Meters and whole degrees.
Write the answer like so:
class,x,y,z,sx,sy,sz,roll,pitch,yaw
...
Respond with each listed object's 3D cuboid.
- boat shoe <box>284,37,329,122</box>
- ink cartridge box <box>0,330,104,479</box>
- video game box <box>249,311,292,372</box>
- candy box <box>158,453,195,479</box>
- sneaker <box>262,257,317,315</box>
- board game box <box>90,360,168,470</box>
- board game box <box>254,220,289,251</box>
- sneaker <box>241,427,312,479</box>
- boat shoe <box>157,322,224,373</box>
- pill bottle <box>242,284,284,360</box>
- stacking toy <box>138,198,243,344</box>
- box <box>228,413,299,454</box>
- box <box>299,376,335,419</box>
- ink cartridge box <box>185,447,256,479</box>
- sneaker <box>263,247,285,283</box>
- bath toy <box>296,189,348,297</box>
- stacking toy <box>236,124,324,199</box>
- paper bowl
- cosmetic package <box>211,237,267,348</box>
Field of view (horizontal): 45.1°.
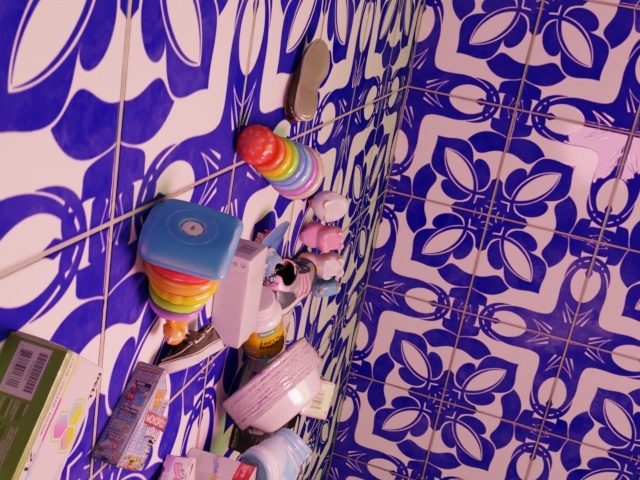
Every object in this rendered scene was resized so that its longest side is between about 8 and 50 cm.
class,x,y,z,sx,sy,sz,roll,pitch,yaw
boat shoe,-0.038,-0.401,1.937,0.081,0.068,0.228,27,69,-36
ink cartridge box,-0.391,0.261,1.129,0.255,0.096,0.189,68,38,-67
video game box,-0.141,0.273,2.282,0.205,0.048,0.187,-30,131,-71
candy box,-0.334,0.612,1.732,0.165,0.070,0.196,-80,177,-61
sneaker,-0.078,0.099,2.211,0.319,0.112,0.131,-52,157,-61
board game box,-0.344,0.342,1.490,0.194,0.060,0.194,69,39,-68
board game box,-0.144,0.008,1.989,0.133,0.033,0.169,-38,161,-51
sneaker,-0.096,0.636,2.010,0.208,0.127,0.319,-30,128,-48
boat shoe,-0.281,0.226,1.621,0.070,0.077,0.219,69,20,-1
pill bottle,-0.155,0.212,2.003,0.208,0.117,0.118,90,20,-49
stacking toy,-0.258,0.085,1.428,0.175,0.165,0.302,-77,-175,-50
box,-0.163,0.545,2.227,0.093,0.158,0.156,0,105,-71
box,-0.074,0.432,2.278,0.275,0.094,0.113,8,-99,58
ink cartridge box,-0.254,0.597,1.892,0.072,0.175,0.128,-57,158,-59
sneaker,-0.146,0.084,1.937,0.162,0.073,0.063,-44,165,-36
bath toy,0.000,0.000,2.406,0.129,0.151,0.349,-130,-140,-57
stacking toy,-0.099,-0.188,1.791,0.330,0.141,0.141,21,84,-73
paper bowl,-0.110,0.397,2.044,0.284,0.148,0.284,-40,175,-4
cosmetic package,-0.194,0.123,1.823,0.117,0.085,0.231,-44,148,-65
